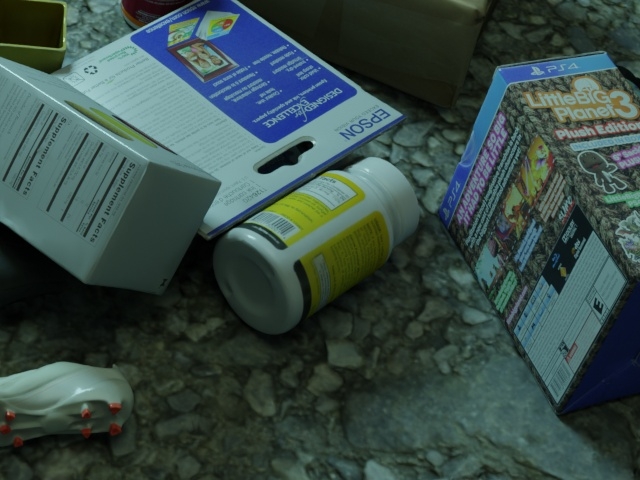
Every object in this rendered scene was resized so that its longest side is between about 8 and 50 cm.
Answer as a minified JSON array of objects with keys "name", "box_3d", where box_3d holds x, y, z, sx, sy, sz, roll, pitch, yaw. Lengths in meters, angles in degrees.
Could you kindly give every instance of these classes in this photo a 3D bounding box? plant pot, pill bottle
[{"name":"plant pot","box_3d":[-0.327,-0.213,1.745,0.081,0.083,0.081,4,50,-12]},{"name":"pill bottle","box_3d":[-0.185,-0.322,1.834,0.086,0.152,0.086,8,48,-9]},{"name":"pill bottle","box_3d":[0.000,0.000,1.624,0.119,0.119,0.208,42,52,21]}]

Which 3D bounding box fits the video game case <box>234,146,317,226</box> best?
[{"name":"video game case","box_3d":[-0.081,-0.092,1.753,0.119,0.015,0.166,-16,56,-27]}]

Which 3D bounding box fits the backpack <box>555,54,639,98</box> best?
[{"name":"backpack","box_3d":[0.320,-0.126,1.828,0.152,0.115,0.182,11,50,-9]}]

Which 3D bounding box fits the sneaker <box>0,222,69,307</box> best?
[{"name":"sneaker","box_3d":[-0.351,-0.003,1.573,0.118,0.083,0.222,-5,41,-44]}]

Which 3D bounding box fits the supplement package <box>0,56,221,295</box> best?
[{"name":"supplement package","box_3d":[-0.246,-0.065,1.544,0.244,0.134,0.139,32,8,26]}]

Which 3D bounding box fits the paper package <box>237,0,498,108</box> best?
[{"name":"paper package","box_3d":[0.074,-0.359,1.929,0.325,0.168,0.309,22,47,5]}]

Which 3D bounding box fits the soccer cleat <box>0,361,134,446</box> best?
[{"name":"soccer cleat","box_3d":[-0.273,0.150,1.459,0.196,0.068,0.076,-1,35,-18]}]

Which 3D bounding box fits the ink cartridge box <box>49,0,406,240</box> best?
[{"name":"ink cartridge box","box_3d":[-0.120,-0.129,1.713,0.307,0.072,0.304,39,52,25]}]

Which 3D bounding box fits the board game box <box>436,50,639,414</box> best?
[{"name":"board game box","box_3d":[0.273,-0.010,1.633,0.141,0.232,0.291,-11,54,-25]}]
